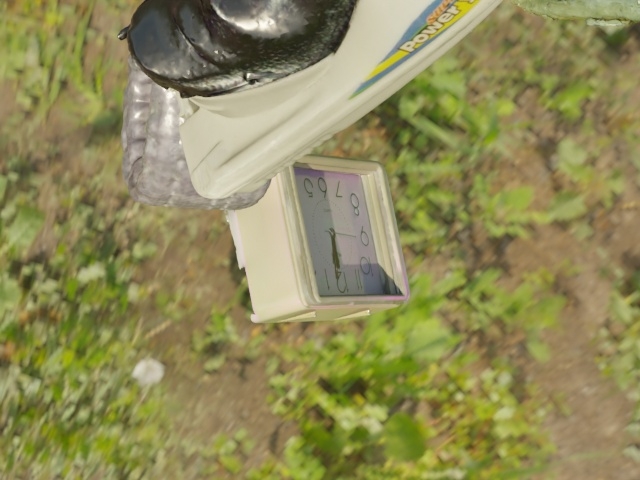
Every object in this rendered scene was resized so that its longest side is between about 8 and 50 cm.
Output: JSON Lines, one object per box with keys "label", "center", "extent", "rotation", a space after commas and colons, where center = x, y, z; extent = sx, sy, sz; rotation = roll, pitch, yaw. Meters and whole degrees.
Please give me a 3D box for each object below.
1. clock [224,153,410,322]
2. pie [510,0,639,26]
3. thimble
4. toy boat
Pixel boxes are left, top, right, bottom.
{"label": "clock", "center": [0.000, 0.000, 1.618], "extent": [0.192, 0.071, 0.146], "rotation": [3, 74, -59]}
{"label": "pie", "center": [0.305, -0.246, 1.476], "extent": [0.303, 0.066, 0.302], "rotation": [-5, 30, 3]}
{"label": "thimble", "center": [-0.091, -0.096, 1.302], "extent": [0.098, 0.150, 0.150], "rotation": [3, 69, -17]}
{"label": "toy boat", "center": [-0.003, -0.133, 0.832], "extent": [0.141, 0.269, 0.140], "rotation": [16, 56, -25]}
